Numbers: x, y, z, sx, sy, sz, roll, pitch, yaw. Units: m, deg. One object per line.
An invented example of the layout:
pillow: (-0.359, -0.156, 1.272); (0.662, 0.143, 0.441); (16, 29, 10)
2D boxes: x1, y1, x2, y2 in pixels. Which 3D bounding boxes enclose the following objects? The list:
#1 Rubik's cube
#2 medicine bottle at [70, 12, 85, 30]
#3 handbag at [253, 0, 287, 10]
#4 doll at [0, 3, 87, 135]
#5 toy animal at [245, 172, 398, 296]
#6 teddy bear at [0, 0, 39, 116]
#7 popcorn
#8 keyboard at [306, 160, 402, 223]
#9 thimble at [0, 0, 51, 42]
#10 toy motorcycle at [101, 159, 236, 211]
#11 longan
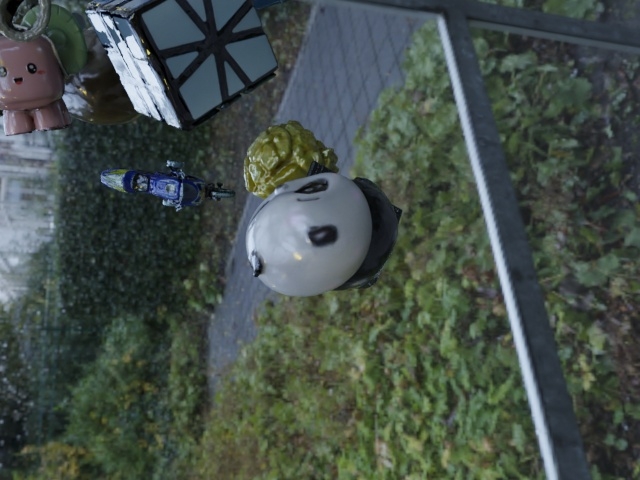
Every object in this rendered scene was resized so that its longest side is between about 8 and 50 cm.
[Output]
Rubik's cube: (-0.308, -0.450, 1.596); (0.283, 0.288, 0.294); (24, 146, 50)
medicine bottle: (-0.730, -0.623, 2.062); (0.091, 0.058, 0.058); (-6, 80, 47)
handbag: (-0.185, -0.671, 1.980); (0.179, 0.229, 0.062); (-77, -31, -67)
doll: (-0.649, -0.369, 1.550); (0.216, 0.284, 0.269); (-138, 41, -72)
toy animal: (-0.001, -0.007, 0.996); (0.187, 0.235, 0.165); (-28, 77, 25)
teddy bear: (-0.995, -0.544, 2.085); (0.224, 0.367, 0.358); (12, 107, 54)
popcorn: (-0.077, -0.185, 1.801); (0.249, 0.249, 0.225); (110, 147, -43)
keyboard: (0.062, -0.075, 1.309); (0.013, 0.204, 0.061); (-23, 43, 60)
thimble: (-0.563, -0.434, 1.342); (0.115, 0.102, 0.090); (-48, 26, 1)
toy motorcycle: (-0.370, -0.133, 1.725); (0.169, 0.315, 0.113); (-36, -46, -76)
longan: (-0.606, -0.458, 2.000); (0.297, 0.297, 0.298); (-177, 90, -73)
